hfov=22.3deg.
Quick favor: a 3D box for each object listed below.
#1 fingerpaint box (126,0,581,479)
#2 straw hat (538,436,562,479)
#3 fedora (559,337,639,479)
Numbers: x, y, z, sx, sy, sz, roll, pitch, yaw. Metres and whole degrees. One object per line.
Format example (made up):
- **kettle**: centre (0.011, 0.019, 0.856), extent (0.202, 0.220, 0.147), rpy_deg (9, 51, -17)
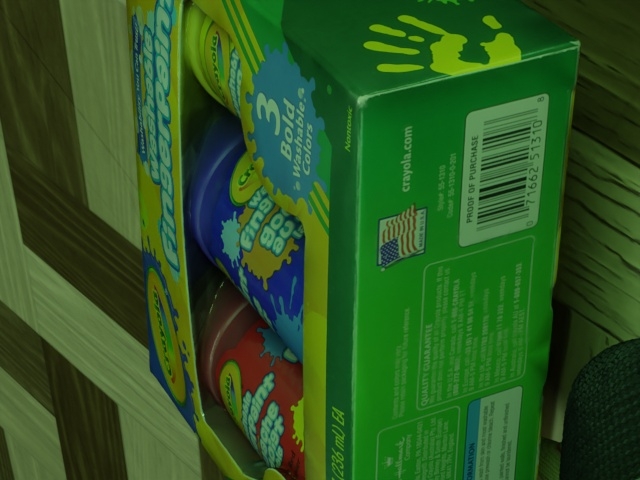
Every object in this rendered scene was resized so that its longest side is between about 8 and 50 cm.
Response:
- **fingerpaint box**: centre (0.000, 0.000, 1.172), extent (0.371, 0.163, 0.444), rpy_deg (47, 145, 48)
- **straw hat**: centre (0.219, 0.165, 1.244), extent (0.144, 0.144, 0.061), rpy_deg (38, 103, 30)
- **fedora**: centre (0.251, 0.154, 1.063), extent (0.334, 0.334, 0.152), rpy_deg (117, 151, -57)
